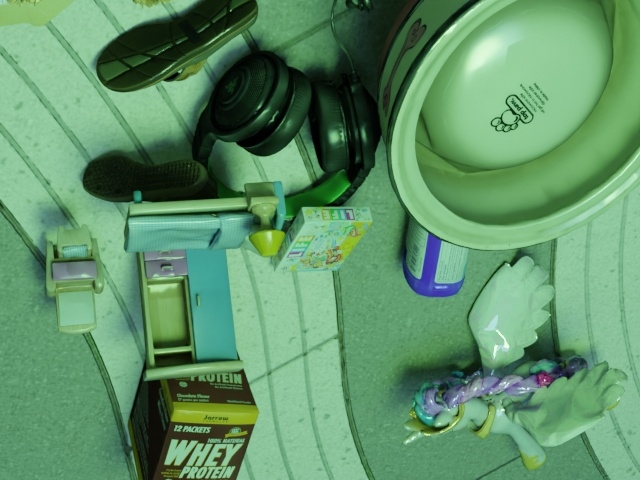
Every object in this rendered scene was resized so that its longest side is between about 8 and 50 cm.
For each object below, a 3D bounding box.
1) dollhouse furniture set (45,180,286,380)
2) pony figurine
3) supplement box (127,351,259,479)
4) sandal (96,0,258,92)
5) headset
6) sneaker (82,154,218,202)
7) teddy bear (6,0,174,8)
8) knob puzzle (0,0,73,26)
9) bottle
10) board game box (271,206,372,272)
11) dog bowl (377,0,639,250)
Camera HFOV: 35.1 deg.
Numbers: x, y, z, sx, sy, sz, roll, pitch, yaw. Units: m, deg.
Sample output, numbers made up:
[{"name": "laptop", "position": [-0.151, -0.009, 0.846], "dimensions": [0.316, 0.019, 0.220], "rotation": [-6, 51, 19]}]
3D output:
[{"name": "dollhouse furniture set", "position": [-0.200, 0.060, 1.292], "dimensions": [0.286, 0.198, 0.303], "rotation": [-4, 166, -17]}, {"name": "pony figurine", "position": [0.342, 0.247, 1.682], "dimensions": [0.363, 0.303, 0.351], "rotation": [19, 124, -45]}, {"name": "supplement box", "position": [-0.198, 0.271, 1.529], "dimensions": [0.129, 0.191, 0.194], "rotation": [7, 119, -23]}, {"name": "sandal", "position": [-0.175, -0.243, 1.278], "dimensions": [0.219, 0.090, 0.060], "rotation": [-30, 149, -6]}, {"name": "headset", "position": [-0.027, -0.188, 1.347], "dimensions": [0.243, 0.185, 0.394], "rotation": [10, 134, -25]}, {"name": "sneaker", "position": [-0.225, -0.068, 1.339], "dimensions": [0.188, 0.066, 0.071], "rotation": [4, 157, 24]}, {"name": "teddy bear", "position": [-0.296, -0.369, 1.087], "dimensions": [0.337, 0.113, 0.245], "rotation": [-4, 104, -3]}, {"name": "knob puzzle", "position": [-0.347, -0.342, 1.170], "dimensions": [0.213, 0.030, 0.213], "rotation": [-8, 123, -13]}, {"name": "bottle", "position": [0.183, -0.056, 1.491], "dimensions": [0.092, 0.118, 0.283], "rotation": [1, 122, -8]}, {"name": "board game box", "position": [0.000, 0.000, 1.473], "dimensions": [0.103, 0.026, 0.154], "rotation": [-1, 152, -21]}, {"name": "dog bowl", "position": [0.251, -0.190, 1.259], "dimensions": [0.407, 0.150, 0.408], "rotation": [-12, 132, -13]}]
